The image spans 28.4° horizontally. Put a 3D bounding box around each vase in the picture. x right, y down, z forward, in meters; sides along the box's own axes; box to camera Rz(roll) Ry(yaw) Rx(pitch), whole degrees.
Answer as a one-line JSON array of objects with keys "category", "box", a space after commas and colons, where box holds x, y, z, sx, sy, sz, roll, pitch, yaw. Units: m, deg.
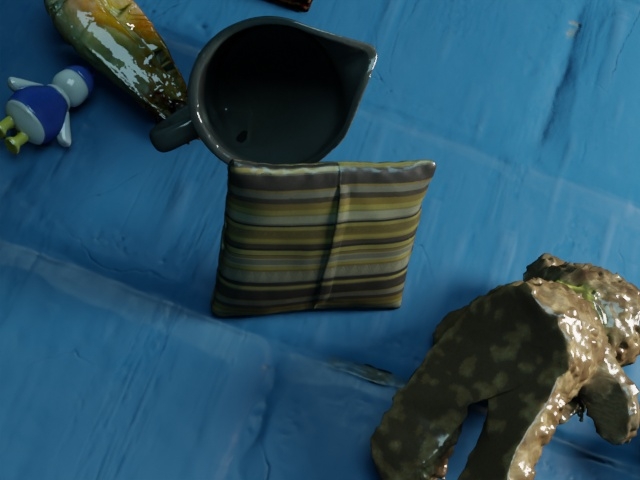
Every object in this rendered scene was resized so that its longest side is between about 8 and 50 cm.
[{"category": "vase", "box": [-0.061, -0.167, 1.340, 0.251, 0.301, 0.156, -24, 105, 7]}]

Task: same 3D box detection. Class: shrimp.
[{"category": "shrimp", "box": [-0.214, -0.213, 1.449, 0.267, 0.061, 0.145, 47, 27, 14]}]

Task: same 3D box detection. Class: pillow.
[{"category": "pillow", "box": [0.000, 0.000, 1.277, 0.208, 0.212, 0.052, -1, 43, -12]}]

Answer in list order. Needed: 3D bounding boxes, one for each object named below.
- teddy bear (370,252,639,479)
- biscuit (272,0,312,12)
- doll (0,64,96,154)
[{"category": "teddy bear", "box": [0.209, 0.146, 1.280, 0.246, 0.222, 0.296, 22, 85, 38]}, {"category": "biscuit", "box": [-0.011, -0.456, 1.647, 0.107, 0.073, 0.388, 18, 56, 1]}, {"category": "doll", "box": [-0.299, -0.152, 1.401, 0.099, 0.058, 0.143, 47, 58, -7]}]
